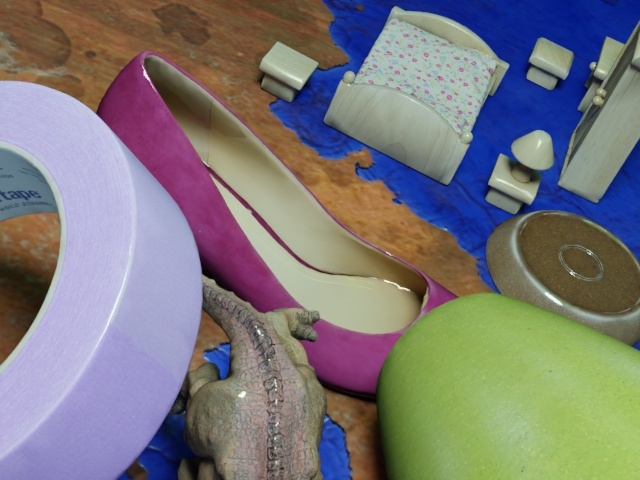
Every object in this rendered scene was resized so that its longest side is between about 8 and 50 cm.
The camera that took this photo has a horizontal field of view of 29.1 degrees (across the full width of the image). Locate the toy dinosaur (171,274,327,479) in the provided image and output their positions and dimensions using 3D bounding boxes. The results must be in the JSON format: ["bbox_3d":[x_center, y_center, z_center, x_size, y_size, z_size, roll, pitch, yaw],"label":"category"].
[{"bbox_3d":[-0.035,0.141,0.742,0.127,0.295,0.200,-10,6,-2],"label":"toy dinosaur"}]

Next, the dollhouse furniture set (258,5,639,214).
[{"bbox_3d":[0.167,-0.211,1.241,0.356,0.173,0.303,27,41,2],"label":"dollhouse furniture set"}]

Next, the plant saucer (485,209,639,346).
[{"bbox_3d":[0.234,0.028,1.132,0.169,0.029,0.168,14,41,-12],"label":"plant saucer"}]

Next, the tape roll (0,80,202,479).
[{"bbox_3d":[-0.212,0.042,0.736,0.275,0.090,0.274,-11,57,18],"label":"tape roll"}]

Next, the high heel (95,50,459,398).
[{"bbox_3d":[0.000,0.000,0.931,0.377,0.181,0.127,19,41,-6],"label":"high heel"}]

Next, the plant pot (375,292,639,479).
[{"bbox_3d":[0.159,0.171,0.801,0.275,0.274,0.293,-1,31,-27],"label":"plant pot"}]
